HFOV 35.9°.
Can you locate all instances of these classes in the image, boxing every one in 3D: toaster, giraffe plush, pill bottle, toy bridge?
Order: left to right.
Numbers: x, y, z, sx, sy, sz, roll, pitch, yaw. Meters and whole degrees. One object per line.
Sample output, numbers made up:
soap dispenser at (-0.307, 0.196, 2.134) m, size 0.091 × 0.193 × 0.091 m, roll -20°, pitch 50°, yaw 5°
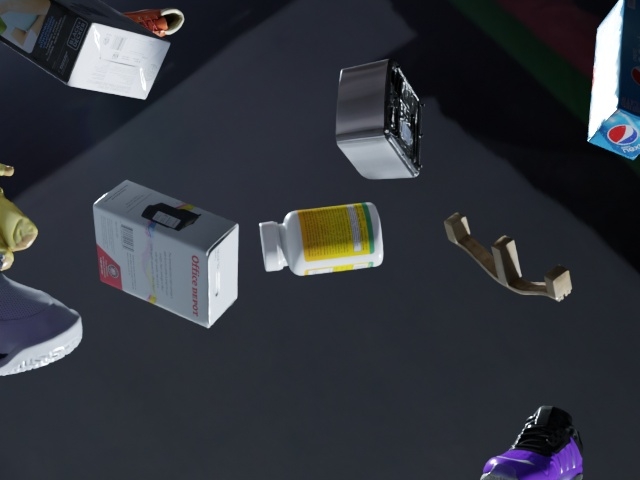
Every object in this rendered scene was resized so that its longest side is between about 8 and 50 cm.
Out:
giraffe plush at (-0.601, -0.054, 1.717) m, size 0.170 × 0.181 × 0.210 m, roll -159°, pitch -123°, yaw -68°
pill bottle at (0.000, 0.000, 1.768) m, size 0.117 × 0.208 × 0.117 m, roll 173°, pitch -90°, yaw -85°
toaster at (0.107, -0.216, 1.760) m, size 0.186 × 0.110 × 0.168 m, roll 44°, pitch 45°, yaw -56°
toy bridge at (0.217, 0.026, 1.154) m, size 0.188 × 0.026 × 0.063 m, roll 33°, pitch -29°, yaw 48°

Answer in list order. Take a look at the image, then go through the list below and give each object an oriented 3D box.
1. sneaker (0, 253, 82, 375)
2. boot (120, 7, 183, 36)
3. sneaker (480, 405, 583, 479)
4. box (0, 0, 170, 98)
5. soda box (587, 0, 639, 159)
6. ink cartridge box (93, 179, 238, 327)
sneaker at (-0.427, 0.007, 1.054) m, size 0.366 × 0.210 × 0.137 m, roll 14°, pitch 25°, yaw 9°
boot at (-0.289, -0.338, 1.561) m, size 0.084 × 0.158 × 0.059 m, roll 3°, pitch -65°, yaw 38°
sneaker at (0.341, 0.331, 1.562) m, size 0.102 × 0.146 × 0.293 m, roll 8°, pitch -8°, yaw 33°
box at (-0.366, -0.300, 1.323) m, size 0.290 × 0.087 × 0.169 m, roll 33°, pitch 16°, yaw 21°
soda box at (0.389, -0.208, 1.244) m, size 0.067 × 0.210 × 0.071 m, roll 21°, pitch -35°, yaw -7°
ink cartridge box at (-0.194, 0.017, 1.254) m, size 0.175 × 0.072 × 0.127 m, roll 21°, pitch -50°, yaw 20°
